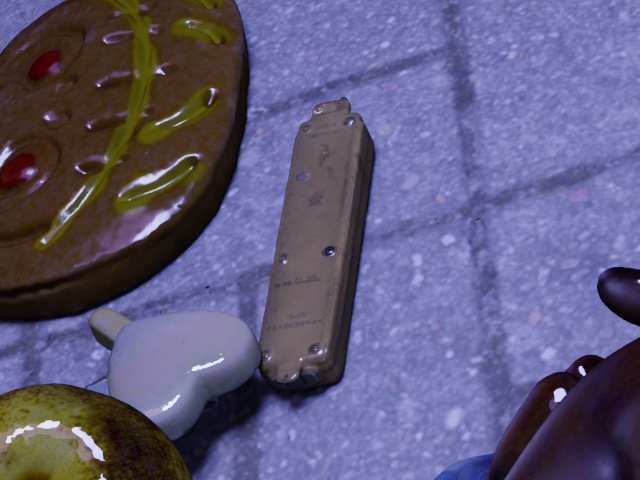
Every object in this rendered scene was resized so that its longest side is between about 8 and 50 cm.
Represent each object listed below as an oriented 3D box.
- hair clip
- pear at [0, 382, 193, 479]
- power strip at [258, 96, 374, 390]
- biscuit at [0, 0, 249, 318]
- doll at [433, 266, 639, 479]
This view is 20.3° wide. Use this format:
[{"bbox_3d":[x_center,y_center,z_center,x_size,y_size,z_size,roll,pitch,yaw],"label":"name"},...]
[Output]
[{"bbox_3d":[-0.146,0.111,1.378,0.218,0.071,0.159,-25,39,14],"label":"hair clip"},{"bbox_3d":[-0.180,0.201,1.250,0.197,0.197,0.197,-16,44,16],"label":"pear"},{"bbox_3d":[0.000,0.000,1.439,0.064,0.044,0.305,-10,47,22],"label":"power strip"},{"bbox_3d":[-0.229,-0.097,1.640,0.350,0.070,0.394,-18,44,14],"label":"biscuit"},{"bbox_3d":[0.152,0.202,0.987,0.340,0.209,0.318,-47,37,18],"label":"doll"}]
